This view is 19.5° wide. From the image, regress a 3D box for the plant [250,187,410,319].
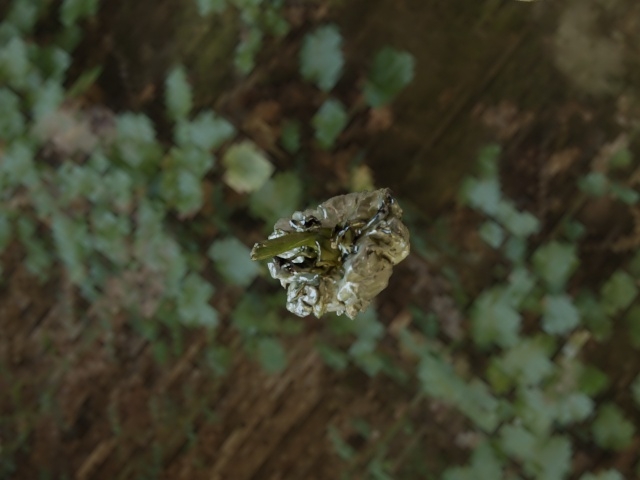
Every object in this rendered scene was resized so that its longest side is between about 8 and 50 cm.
[{"bbox_3d":[0.000,0.000,1.413,0.122,0.116,0.104,18,-149,-52],"label":"plant"}]
